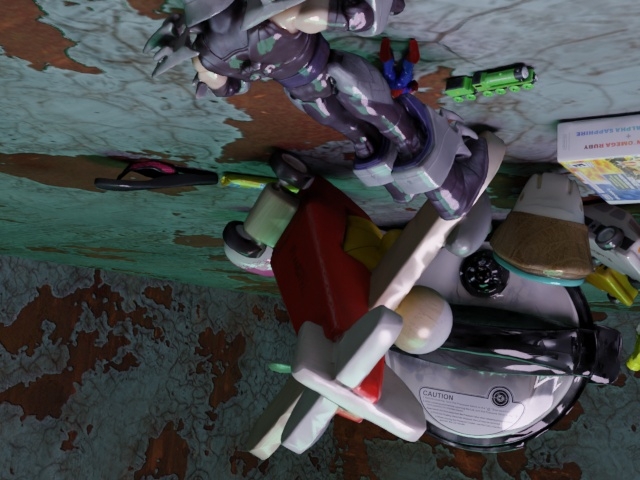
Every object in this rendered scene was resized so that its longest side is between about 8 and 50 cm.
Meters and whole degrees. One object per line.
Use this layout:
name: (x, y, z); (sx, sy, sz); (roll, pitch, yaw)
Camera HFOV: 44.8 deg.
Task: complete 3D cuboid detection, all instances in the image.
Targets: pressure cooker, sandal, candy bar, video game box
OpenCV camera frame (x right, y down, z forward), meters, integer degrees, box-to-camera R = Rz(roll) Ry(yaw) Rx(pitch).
pressure cooker: (0.280, 0.165, 1.351); (0.370, 0.375, 0.420); (-37, 166, 9)
sandal: (-0.230, -0.092, 1.084); (0.179, 0.040, 0.067); (-7, -176, -32)
candy bar: (-0.066, -0.079, 1.124); (0.162, 0.018, 0.040); (6, 171, -13)
video game box: (0.364, -0.082, 0.792); (0.187, 0.048, 0.205); (-5, 168, 34)

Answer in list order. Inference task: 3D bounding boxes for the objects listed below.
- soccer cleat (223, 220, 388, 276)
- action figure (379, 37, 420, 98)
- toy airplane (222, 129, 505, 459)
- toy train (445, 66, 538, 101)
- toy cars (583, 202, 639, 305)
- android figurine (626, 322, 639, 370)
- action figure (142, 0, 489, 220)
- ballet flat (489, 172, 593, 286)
soccer cleat: (0.000, 0.000, 1.375); (0.331, 0.116, 0.143); (5, 156, -20)
action figure: (0.065, -0.136, 0.658); (0.038, 0.030, 0.115); (-1, 173, 5)
toy airplane: (0.055, 0.081, 0.905); (0.273, 0.384, 0.386); (22, 162, -30)
toy train: (0.144, -0.134, 0.660); (0.083, 0.017, 0.024); (-3, 158, 42)
toy cars: (0.432, 0.008, 1.172); (0.176, 0.087, 0.394); (44, -178, 16)
android figurine: (0.478, 0.067, 1.019); (0.056, 0.248, 0.272); (29, 137, 16)
action figure: (0.000, -0.118, 0.553); (0.185, 0.099, 0.285); (0, 154, 47)
ballet flat: (0.275, -0.019, 0.956); (0.116, 0.124, 0.342); (13, -176, 13)
